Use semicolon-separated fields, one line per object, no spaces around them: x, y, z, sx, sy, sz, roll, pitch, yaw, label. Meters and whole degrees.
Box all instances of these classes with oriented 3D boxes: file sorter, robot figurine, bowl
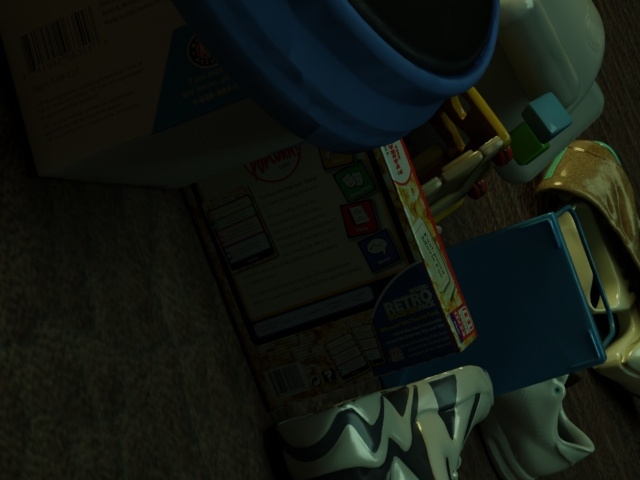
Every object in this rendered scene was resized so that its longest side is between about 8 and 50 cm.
0.130;0.054;1.476;0.118;0.170;0.104;70;19;-2;file sorter
0.104;-0.204;1.576;0.300;0.200;0.353;37;-11;49;robot figurine
-0.012;-0.244;1.071;0.391;0.077;0.391;45;34;-42;bowl

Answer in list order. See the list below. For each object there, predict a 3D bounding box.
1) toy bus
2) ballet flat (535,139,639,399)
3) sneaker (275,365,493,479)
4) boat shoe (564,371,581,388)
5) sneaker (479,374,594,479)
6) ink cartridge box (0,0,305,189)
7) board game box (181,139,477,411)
0.070;-0.064;1.465;0.104;0.202;0.191;55;31;7;toy bus
0.310;0.063;1.967;0.124;0.116;0.342;-36;106;-45;ballet flat
0.066;0.177;1.330;0.235;0.094;0.153;-6;80;-65;sneaker
0.184;0.089;1.709;0.178;0.064;0.060;40;32;-61;boat shoe
0.161;0.105;1.598;0.212;0.094;0.080;60;27;-23;sneaker
-0.089;-0.168;1.155;0.168;0.171;0.233;3;70;-65;ink cartridge box
0.000;0.000;1.254;0.194;0.146;0.045;69;23;-5;board game box
